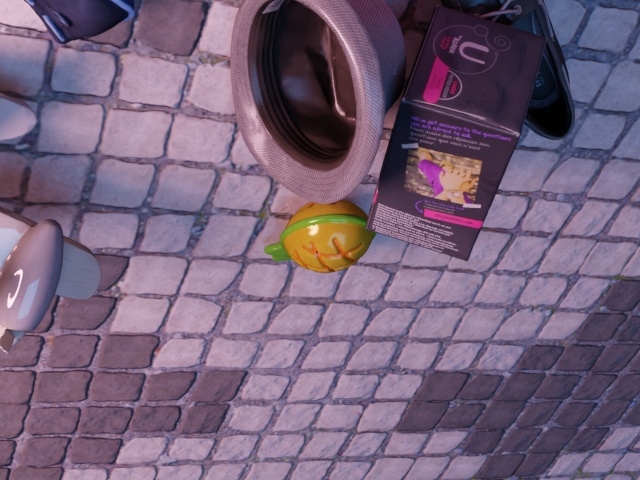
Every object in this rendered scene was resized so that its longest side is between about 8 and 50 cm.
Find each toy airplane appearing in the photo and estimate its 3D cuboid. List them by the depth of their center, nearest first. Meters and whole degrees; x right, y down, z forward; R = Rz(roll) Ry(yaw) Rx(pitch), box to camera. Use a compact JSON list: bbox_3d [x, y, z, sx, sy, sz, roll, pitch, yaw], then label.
[{"bbox_3d":[-0.464,-0.010,1.261,0.386,0.272,0.384,-14,138,-7],"label":"toy airplane"}]

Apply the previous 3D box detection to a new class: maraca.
[{"bbox_3d":[0.000,0.000,1.592,0.127,0.099,0.185,13,155,-29],"label":"maraca"}]

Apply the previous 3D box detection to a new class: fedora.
[{"bbox_3d":[0.012,-0.193,1.331,0.124,0.243,0.275,-30,138,-35],"label":"fedora"}]

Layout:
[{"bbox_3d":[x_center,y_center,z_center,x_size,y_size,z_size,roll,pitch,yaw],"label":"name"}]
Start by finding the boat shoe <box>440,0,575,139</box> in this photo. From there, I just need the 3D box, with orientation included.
[{"bbox_3d":[0.243,-0.248,1.420,0.112,0.095,0.335,-31,138,11],"label":"boat shoe"}]

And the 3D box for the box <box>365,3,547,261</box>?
[{"bbox_3d":[0.160,-0.124,1.400,0.143,0.165,0.270,18,146,3],"label":"box"}]

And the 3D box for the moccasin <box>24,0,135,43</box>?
[{"bbox_3d":[-0.322,-0.295,1.120,0.117,0.138,0.342,-30,137,17],"label":"moccasin"}]
